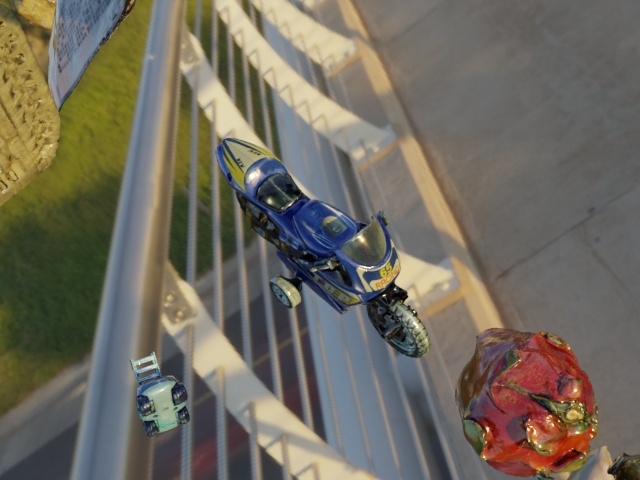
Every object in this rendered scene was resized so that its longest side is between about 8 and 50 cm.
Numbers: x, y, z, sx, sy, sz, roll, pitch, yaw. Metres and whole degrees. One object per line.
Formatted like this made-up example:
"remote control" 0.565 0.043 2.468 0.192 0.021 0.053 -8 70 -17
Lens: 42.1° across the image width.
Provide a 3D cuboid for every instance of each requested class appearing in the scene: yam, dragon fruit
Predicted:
"yam" -0.322 -0.393 1.052 0.066 0.066 0.299 -19 51 35
"dragon fruit" 0.273 0.226 1.050 0.198 0.269 0.200 -40 36 -13

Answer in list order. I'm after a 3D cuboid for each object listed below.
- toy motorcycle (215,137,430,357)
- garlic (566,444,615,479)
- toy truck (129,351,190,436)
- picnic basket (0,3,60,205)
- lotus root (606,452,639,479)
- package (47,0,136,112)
"toy motorcycle" 0.000 0.000 0.894 0.113 0.168 0.315 -39 59 -21
"garlic" 0.408 0.472 1.233 0.143 0.112 0.318 131 134 -63
"toy truck" -0.191 0.173 0.958 0.056 0.073 0.090 -18 41 -22
"picnic basket" -0.289 -0.094 0.526 0.196 0.134 0.154 21 55 27
"lotus root" 0.417 0.315 0.981 0.080 0.089 0.179 -41 45 -9
"package" -0.195 -0.228 0.722 0.239 0.030 0.154 -31 54 47
